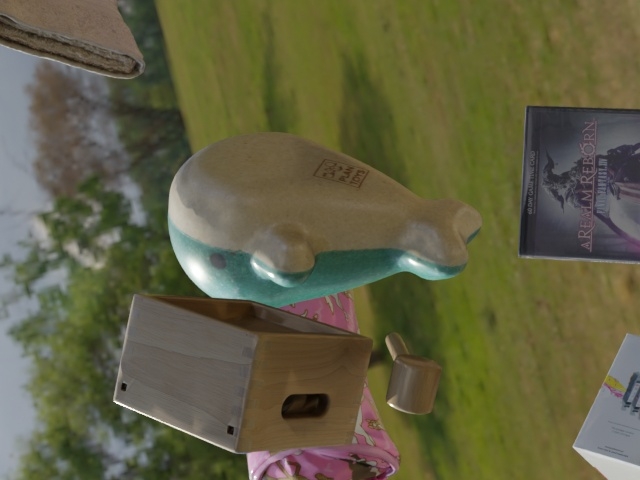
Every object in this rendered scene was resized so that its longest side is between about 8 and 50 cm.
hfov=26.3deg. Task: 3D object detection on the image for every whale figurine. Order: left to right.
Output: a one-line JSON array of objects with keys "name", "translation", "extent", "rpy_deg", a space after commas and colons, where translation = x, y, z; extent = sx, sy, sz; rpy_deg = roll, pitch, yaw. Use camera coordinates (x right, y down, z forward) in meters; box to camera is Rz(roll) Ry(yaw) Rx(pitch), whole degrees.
[{"name": "whale figurine", "translation": [0.000, 0.000, 1.206], "extent": [0.216, 0.272, 0.141], "rpy_deg": [-60, -22, -61]}]

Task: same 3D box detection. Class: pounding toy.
[{"name": "pounding toy", "translation": [-0.009, 0.109, 0.984], "extent": [0.181, 0.206, 0.094], "rpy_deg": [7, -83, -51]}]

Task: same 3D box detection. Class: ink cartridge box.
[{"name": "ink cartridge box", "translation": [0.436, 0.230, 1.758], "extent": [0.127, 0.176, 0.128], "rpy_deg": [12, 156, 48]}]

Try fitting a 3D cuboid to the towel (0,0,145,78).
[{"name": "towel", "translation": [-0.323, -0.273, 1.439], "extent": [0.282, 0.049, 0.187], "rpy_deg": [12, -137, -43]}]

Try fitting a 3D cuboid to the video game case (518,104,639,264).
[{"name": "video game case", "translation": [0.389, -0.068, 1.704], "extent": [0.026, 0.274, 0.196], "rpy_deg": [59, -145, -77]}]

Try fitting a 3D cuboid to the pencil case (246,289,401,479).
[{"name": "pencil case", "translation": [-0.023, 0.086, 1.479], "extent": [0.167, 0.160, 0.386], "rpy_deg": [103, 159, -57]}]
